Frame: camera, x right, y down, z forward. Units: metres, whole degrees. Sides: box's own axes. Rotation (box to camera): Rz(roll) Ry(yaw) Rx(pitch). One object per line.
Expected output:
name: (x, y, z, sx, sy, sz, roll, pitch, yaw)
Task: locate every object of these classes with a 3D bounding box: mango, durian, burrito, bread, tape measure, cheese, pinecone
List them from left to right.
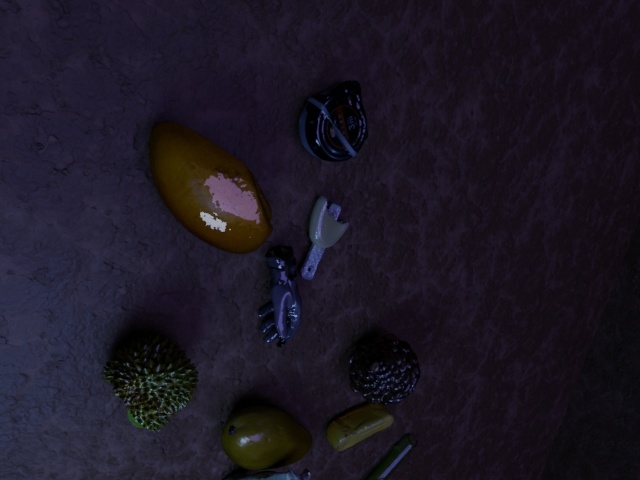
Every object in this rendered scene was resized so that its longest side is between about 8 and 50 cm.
durian: (-0.382, 0.312, 1.081, 0.176, 0.237, 0.200, -40, 108, -21)
mango: (-0.239, -0.115, 1.044, 0.350, 0.201, 0.199, 46, 51, -27)
burrito: (-0.161, 0.700, 1.359, 0.096, 0.309, 0.066, 32, 46, -44)
mango: (-0.160, 0.584, 1.373, 0.195, 0.142, 0.331, -36, 133, 0)
cheese: (-0.001, 0.000, 1.317, 0.127, 0.050, 0.234, 22, 93, -37)
tape measure: (0.034, -0.293, 1.199, 0.181, 0.107, 0.182, -28, 120, -25)
bread: (0.135, 0.634, 1.614, 0.246, 0.094, 0.102, -16, 124, -27)
pinecone: (0.208, 0.414, 1.507, 0.224, 0.224, 0.272, -58, 146, -2)

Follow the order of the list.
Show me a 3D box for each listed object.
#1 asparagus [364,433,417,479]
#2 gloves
asparagus: (0.267, 0.852, 1.796, 0.278, 0.060, 0.067, -44, 114, -13)
gloves: (-0.104, 0.157, 1.264, 0.119, 0.142, 0.285, 7, 106, -6)
